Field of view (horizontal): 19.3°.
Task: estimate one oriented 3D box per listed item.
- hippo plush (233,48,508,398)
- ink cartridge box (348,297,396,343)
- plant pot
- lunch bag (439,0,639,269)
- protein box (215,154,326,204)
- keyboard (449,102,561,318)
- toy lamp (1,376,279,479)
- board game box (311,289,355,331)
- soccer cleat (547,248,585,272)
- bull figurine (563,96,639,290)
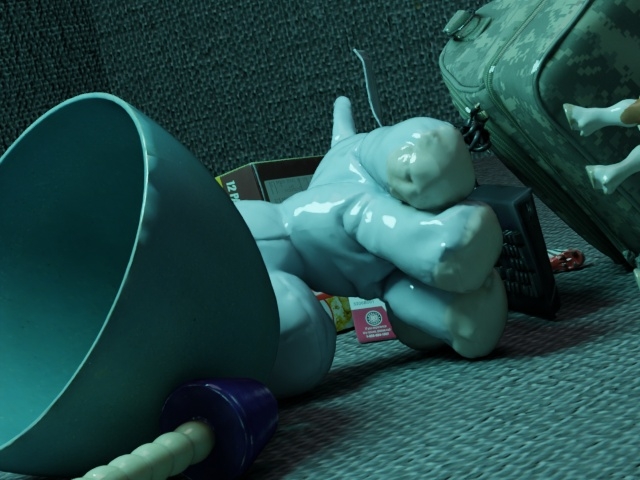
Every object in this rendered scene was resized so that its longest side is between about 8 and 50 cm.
[{"bbox_3d":[0.000,0.000,1.587,0.236,0.294,0.234,-22,-14,-16],"label":"hippo plush"},{"bbox_3d":[0.078,0.013,1.792,0.109,0.151,0.063,-10,6,30],"label":"ink cartridge box"},{"bbox_3d":[-0.146,0.060,1.438,0.195,0.290,0.290,28,-20,-33],"label":"plant pot"},{"bbox_3d":[0.280,-0.119,1.845,0.212,0.305,0.256,-51,21,-12],"label":"lunch bag"},{"bbox_3d":[-0.082,0.001,2.136,0.199,0.136,0.201,-21,-5,30],"label":"protein box"},{"bbox_3d":[0.145,-0.030,1.802,0.033,0.202,0.317,-17,6,-12],"label":"keyboard"},{"bbox_3d":[-0.116,0.148,1.238,0.080,0.080,0.274,-10,7,30],"label":"toy lamp"},{"bbox_3d":[-0.013,0.072,1.958,0.193,0.045,0.146,-16,6,-33],"label":"board game box"},{"bbox_3d":[0.239,0.023,1.987,0.083,0.029,0.035,-8,-2,20],"label":"soccer cleat"},{"bbox_3d":[0.311,-0.066,1.496,0.188,0.310,0.101,-22,-34,5],"label":"bull figurine"}]
